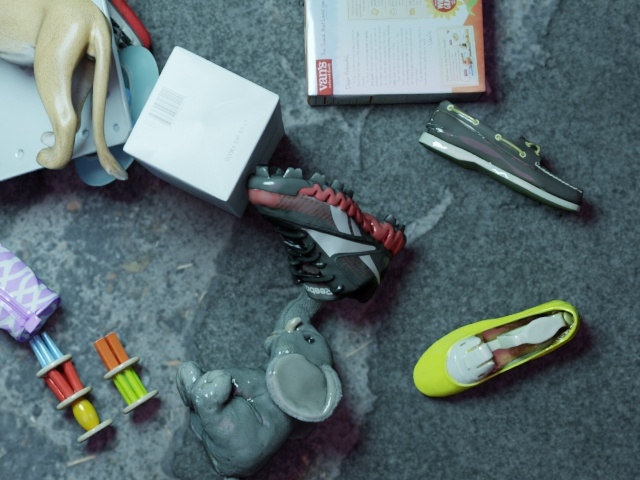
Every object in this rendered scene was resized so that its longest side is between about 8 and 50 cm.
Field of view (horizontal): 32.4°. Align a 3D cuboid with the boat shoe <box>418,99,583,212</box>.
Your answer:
[{"bbox_3d":[0.243,-0.108,1.427,0.228,0.081,0.068,26,90,4],"label":"boat shoe"}]

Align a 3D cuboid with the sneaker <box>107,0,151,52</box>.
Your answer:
[{"bbox_3d":[-0.292,-0.369,1.437,0.118,0.107,0.279,-34,93,-22],"label":"sneaker"}]

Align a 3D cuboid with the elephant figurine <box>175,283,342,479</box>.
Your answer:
[{"bbox_3d":[-0.045,0.180,1.376,0.239,0.169,0.186,-21,115,-18],"label":"elephant figurine"}]

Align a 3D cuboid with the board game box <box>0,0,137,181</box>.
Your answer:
[{"bbox_3d":[-0.428,-0.262,1.381,0.390,0.050,0.390,-14,86,21],"label":"board game box"}]

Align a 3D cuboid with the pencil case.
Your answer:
[{"bbox_3d":[-0.430,0.042,1.406,0.206,0.088,0.086,37,82,1],"label":"pencil case"}]

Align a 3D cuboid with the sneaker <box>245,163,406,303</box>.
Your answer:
[{"bbox_3d":[0.000,0.000,1.335,0.098,0.276,0.135,15,80,40],"label":"sneaker"}]

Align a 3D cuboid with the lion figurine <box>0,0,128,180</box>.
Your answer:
[{"bbox_3d":[-0.340,-0.244,1.247,0.392,0.142,0.240,27,102,17],"label":"lion figurine"}]

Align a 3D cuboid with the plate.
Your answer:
[{"bbox_3d":[-0.268,-0.161,1.390,0.024,0.188,0.188,20,84,-40],"label":"plate"}]

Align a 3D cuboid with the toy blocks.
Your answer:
[{"bbox_3d":[-0.297,0.166,1.414,0.123,0.054,0.148,-33,86,-2],"label":"toy blocks"}]

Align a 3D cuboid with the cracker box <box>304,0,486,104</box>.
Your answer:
[{"bbox_3d":[0.095,-0.261,1.446,0.232,0.067,0.155,-1,85,-2],"label":"cracker box"}]

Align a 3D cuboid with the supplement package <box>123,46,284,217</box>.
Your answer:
[{"bbox_3d":[-0.134,-0.122,1.343,0.134,0.244,0.139,27,86,1],"label":"supplement package"}]

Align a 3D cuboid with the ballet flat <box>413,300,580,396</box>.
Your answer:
[{"bbox_3d":[0.227,0.135,1.410,0.231,0.077,0.077,-22,87,-2],"label":"ballet flat"}]
